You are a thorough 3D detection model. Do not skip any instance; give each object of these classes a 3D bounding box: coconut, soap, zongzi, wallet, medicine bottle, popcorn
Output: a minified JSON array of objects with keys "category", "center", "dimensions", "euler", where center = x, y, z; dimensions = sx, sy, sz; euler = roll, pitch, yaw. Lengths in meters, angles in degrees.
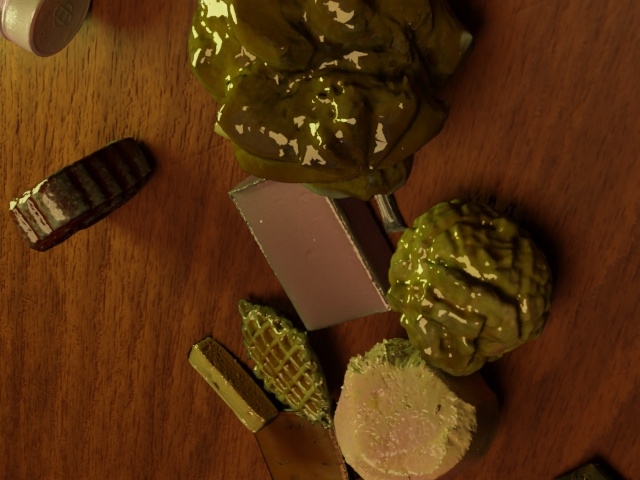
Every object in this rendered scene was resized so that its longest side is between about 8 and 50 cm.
[{"category":"coconut","center":[0.141,0.251,1.859],"dimensions":[0.233,0.245,0.233],"euler":[-1,85,16]},{"category":"soap","center":[0.001,-0.001,1.890],"dimensions":[0.181,0.081,0.259],"euler":[-20,107,40]},{"category":"zongzi","center":[0.410,0.384,1.885],"dimensions":[0.104,0.052,0.113],"euler":[41,145,-3]},{"category":"wallet","center":[-0.029,0.351,2.157],"dimensions":[0.195,0.042,0.161],"euler":[-8,106,41]},{"category":"medicine bottle","center":[-0.493,-0.402,1.922],"dimensions":[0.254,0.152,0.152],"euler":[31,130,15]},{"category":"popcorn","center":[0.200,0.075,1.729],"dimensions":[0.259,0.212,0.259],"euler":[14,117,29]}]

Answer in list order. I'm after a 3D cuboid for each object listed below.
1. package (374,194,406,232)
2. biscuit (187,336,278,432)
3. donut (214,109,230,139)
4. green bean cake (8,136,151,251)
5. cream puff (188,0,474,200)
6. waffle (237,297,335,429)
[{"category":"package","center":[0.093,-0.059,1.837],"dimensions":[0.037,0.015,0.110],"euler":[-9,111,37]},{"category":"biscuit","center":[-0.152,0.248,2.149],"dimensions":[0.188,0.052,0.056],"euler":[46,133,16]},{"category":"donut","center":[-0.097,-0.202,1.841],"dimensions":[0.108,0.065,0.166],"euler":[36,131,9]},{"category":"green bean cake","center":[-0.391,-0.067,2.009],"dimensions":[0.198,0.232,0.097],"euler":[-28,96,37]},{"category":"cream puff","center":[0.014,-0.210,1.584],"dimensions":[0.378,0.275,0.378],"euler":[2,125,3]},{"category":"waffle","center":[-0.055,0.199,2.037],"dimensions":[0.208,0.054,0.214],"euler":[20,134,47]}]
